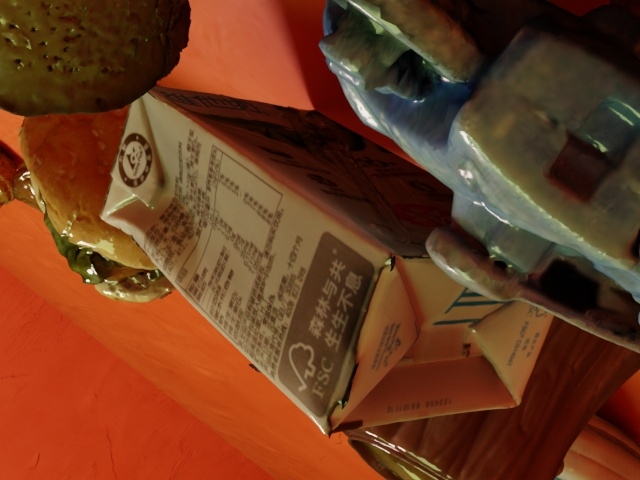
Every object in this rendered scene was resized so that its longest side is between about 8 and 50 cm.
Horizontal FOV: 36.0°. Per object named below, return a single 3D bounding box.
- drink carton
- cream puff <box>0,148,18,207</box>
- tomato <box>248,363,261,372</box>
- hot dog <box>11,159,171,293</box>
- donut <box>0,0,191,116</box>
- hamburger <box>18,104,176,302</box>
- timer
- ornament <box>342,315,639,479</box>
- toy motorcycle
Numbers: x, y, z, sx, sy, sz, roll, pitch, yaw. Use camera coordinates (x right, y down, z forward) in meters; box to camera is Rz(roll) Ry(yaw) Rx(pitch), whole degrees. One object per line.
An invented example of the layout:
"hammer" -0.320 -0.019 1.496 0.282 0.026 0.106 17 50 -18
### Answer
"drink carton" 0.000 0.000 0.723 0.194 0.132 0.324 3 -157 -41
"cream puff" -0.579 -0.117 1.692 0.144 0.103 0.126 27 165 23
"tomato" 0.013 0.153 1.324 0.199 0.112 0.228 21 167 -5
"hot dog" -0.281 -0.038 1.353 0.272 0.122 0.196 31 163 -1
"donut" -0.211 -0.210 0.662 0.272 0.272 0.107 33 133 6
"hamburger" -0.211 -0.047 1.077 0.330 0.209 0.162 28 161 13
"timer" 0.223 0.206 1.080 0.237 0.087 0.262 19 170 42
"ornament" 0.140 0.122 0.865 0.221 0.217 0.235 23 159 33
"toy motorcycle" 0.114 -0.047 0.555 0.319 0.182 0.241 36 161 -6
